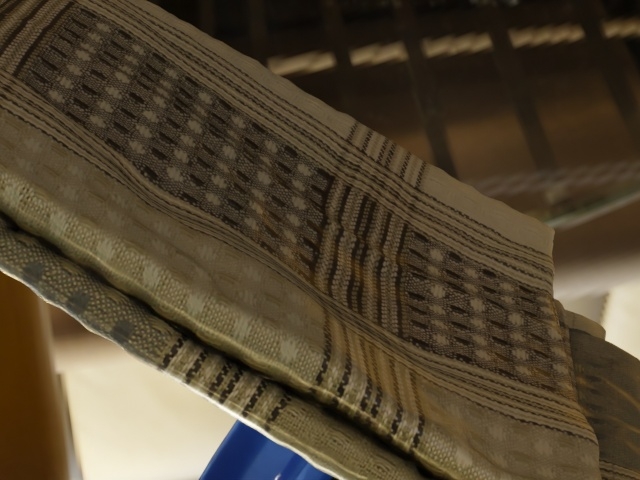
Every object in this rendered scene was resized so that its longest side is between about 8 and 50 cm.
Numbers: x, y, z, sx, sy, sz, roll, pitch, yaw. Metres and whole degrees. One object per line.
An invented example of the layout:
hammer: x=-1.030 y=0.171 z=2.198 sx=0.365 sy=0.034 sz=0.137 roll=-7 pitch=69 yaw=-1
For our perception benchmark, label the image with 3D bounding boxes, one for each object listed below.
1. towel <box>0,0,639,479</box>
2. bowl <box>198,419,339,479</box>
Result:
towel: x=0.000 y=0.000 z=0.724 sx=0.324 sy=0.312 sz=0.056 roll=33 pitch=105 yaw=-6
bowl: x=-0.019 y=0.235 z=0.999 sx=0.077 sy=0.391 sz=0.391 roll=25 pitch=126 yaw=-17
